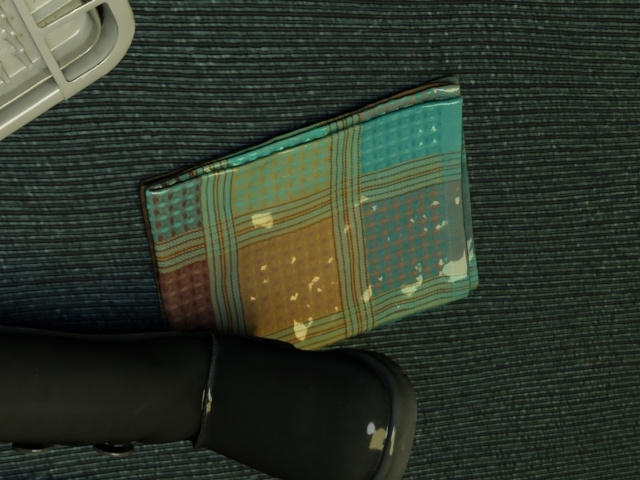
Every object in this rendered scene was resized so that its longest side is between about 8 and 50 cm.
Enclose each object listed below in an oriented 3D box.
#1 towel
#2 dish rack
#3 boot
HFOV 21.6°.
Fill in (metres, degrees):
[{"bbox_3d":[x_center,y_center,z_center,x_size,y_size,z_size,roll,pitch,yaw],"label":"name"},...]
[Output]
[{"bbox_3d":[0.000,0.000,1.780,0.370,0.040,0.271,-20,123,-20],"label":"towel"},{"bbox_3d":[-0.338,-0.181,1.423,0.333,0.072,0.285,-35,148,-10],"label":"dish rack"},{"bbox_3d":[-0.186,0.143,1.534,0.445,0.367,0.146,10,86,-28],"label":"boot"}]
